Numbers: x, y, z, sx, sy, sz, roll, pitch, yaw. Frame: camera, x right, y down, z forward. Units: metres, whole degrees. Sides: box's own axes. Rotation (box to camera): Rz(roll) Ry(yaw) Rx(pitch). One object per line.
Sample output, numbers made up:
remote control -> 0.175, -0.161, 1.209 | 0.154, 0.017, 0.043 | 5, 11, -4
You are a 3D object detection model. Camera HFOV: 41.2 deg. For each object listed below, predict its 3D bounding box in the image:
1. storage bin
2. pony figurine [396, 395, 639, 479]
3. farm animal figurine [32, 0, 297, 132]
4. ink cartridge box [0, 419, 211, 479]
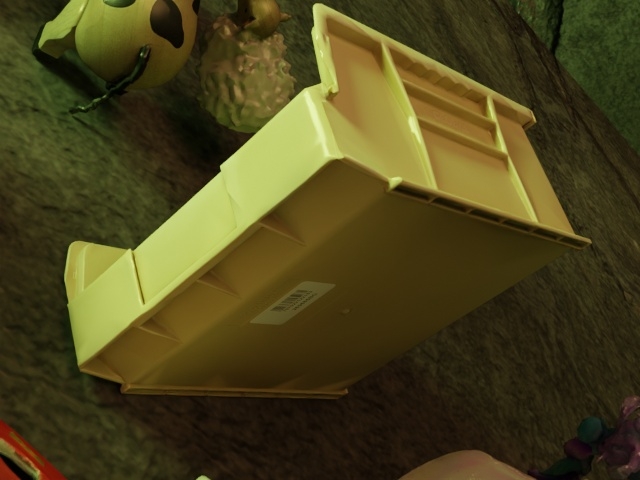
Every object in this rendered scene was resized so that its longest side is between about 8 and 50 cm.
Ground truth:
storage bin -> 0.000, 0.000, 0.590 | 0.260, 0.262, 0.123 | 13, 50, -46
pony figurine -> 0.232, 0.246, 0.614 | 0.351, 0.363, 0.302 | -29, 89, -43
farm animal figurine -> -0.147, -0.264, 0.673 | 0.330, 0.172, 0.326 | 3, 84, -39
ink cartridge box -> -0.047, 0.144, 0.372 | 0.066, 0.296, 0.261 | -44, 95, -19
